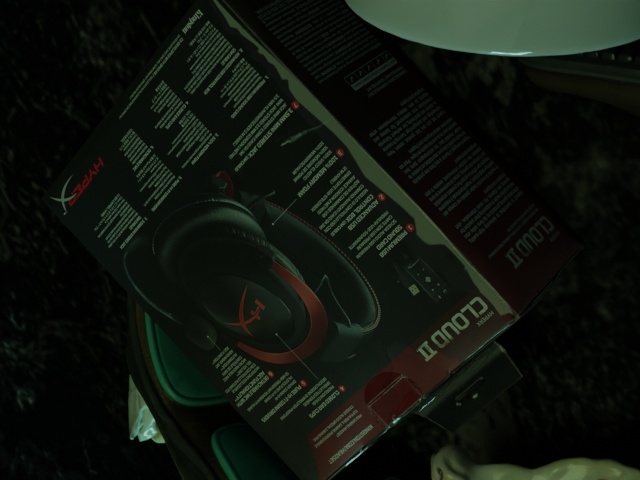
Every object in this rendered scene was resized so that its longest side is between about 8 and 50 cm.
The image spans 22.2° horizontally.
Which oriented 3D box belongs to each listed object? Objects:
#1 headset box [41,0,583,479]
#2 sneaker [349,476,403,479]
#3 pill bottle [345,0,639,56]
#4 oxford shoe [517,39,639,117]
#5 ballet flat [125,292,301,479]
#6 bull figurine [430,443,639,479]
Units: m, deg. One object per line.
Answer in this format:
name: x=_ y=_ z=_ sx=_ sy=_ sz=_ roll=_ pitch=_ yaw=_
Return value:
headset box: x=0.000 y=0.000 z=1.020 sx=0.293 sy=0.110 sz=0.218 roll=47 pitch=128 yaw=4
sneaker: x=-0.023 y=0.236 z=1.151 sx=0.319 sy=0.127 sz=0.208 roll=12 pitch=122 yaw=16
pill bottle: x=0.097 y=-0.286 z=0.752 sx=0.210 sy=0.210 sz=0.363 roll=15 pitch=121 yaw=25
oxford shoe: x=0.209 y=-0.066 z=0.877 sx=0.227 sy=0.083 sz=0.096 roll=18 pitch=126 yaw=25
ballet flat: x=-0.079 y=0.130 z=1.087 sx=0.096 sy=0.095 sz=0.280 roll=-48 pitch=54 yaw=36
bull figurine: x=0.212 y=0.207 z=0.999 sx=0.310 sy=0.101 sz=0.188 roll=43 pitch=129 yaw=6
